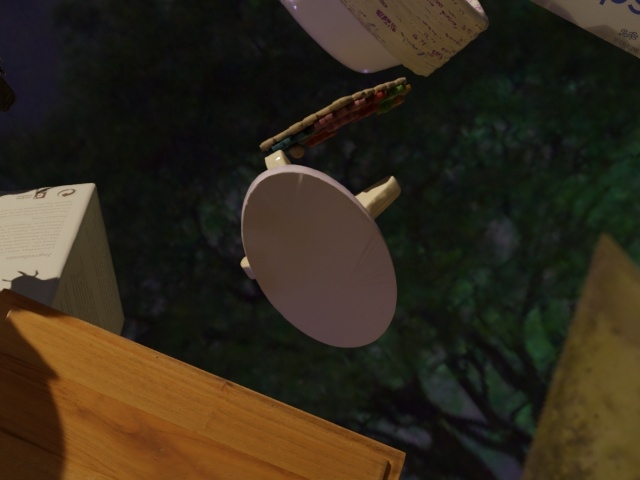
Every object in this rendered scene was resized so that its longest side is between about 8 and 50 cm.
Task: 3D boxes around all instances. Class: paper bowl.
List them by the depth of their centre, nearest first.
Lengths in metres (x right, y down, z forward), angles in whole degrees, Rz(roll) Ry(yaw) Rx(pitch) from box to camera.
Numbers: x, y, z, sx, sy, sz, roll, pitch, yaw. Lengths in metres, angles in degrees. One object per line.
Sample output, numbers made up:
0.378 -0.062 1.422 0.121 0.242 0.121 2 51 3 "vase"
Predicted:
0.038 -0.292 1.327 0.148 0.284 0.284 -40 -29 16 "paper bowl"

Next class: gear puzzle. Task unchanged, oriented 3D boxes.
0.047 -0.184 1.907 0.175 0.044 0.339 -27 1 29 "gear puzzle"

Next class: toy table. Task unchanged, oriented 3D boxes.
0.000 0.000 1.729 0.252 0.161 0.274 -19 -70 5 "toy table"

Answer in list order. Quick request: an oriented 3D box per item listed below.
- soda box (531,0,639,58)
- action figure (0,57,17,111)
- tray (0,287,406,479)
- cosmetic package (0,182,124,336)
0.250 -0.255 1.173 0.091 0.286 0.098 -64 -10 26 "soda box"
-0.396 -0.129 1.300 0.099 0.285 0.185 32 -98 -29 "action figure"
-0.145 0.216 1.153 0.076 0.411 0.202 118 174 -59 "tray"
-0.368 0.132 1.547 0.162 0.453 0.230 -5 -62 3 "cosmetic package"
